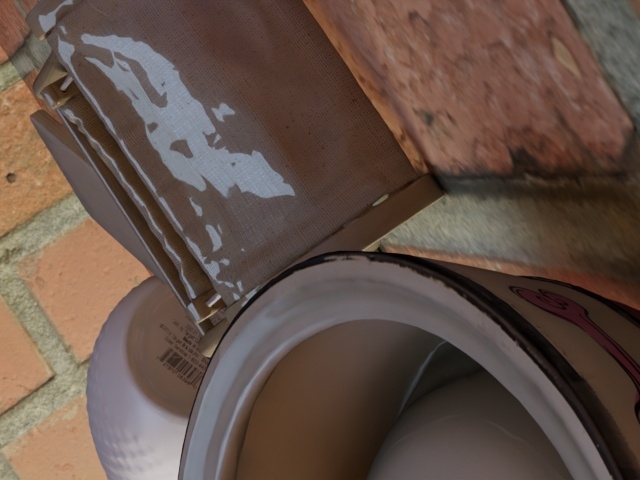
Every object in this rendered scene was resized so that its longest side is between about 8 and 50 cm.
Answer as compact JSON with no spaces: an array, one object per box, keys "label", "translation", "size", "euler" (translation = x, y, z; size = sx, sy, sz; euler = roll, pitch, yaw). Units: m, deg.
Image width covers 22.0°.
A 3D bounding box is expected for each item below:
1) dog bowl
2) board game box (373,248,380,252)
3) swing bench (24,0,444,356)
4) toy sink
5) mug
[{"label":"dog bowl","translation":[0.088,0.202,0.836],"size":[0.408,0.150,0.408],"euler":[11,103,54]},{"label":"board game box","translation":[0.000,0.000,1.336],"size":[0.181,0.043,0.092],"euler":[56,162,4]},{"label":"swing bench","translation":[-0.071,-0.073,1.137],"size":[0.253,0.165,0.255],"euler":[56,169,3]},{"label":"toy sink","translation":[-0.171,-0.074,1.689],"size":[0.234,0.131,0.153],"euler":[35,157,51]},{"label":"mug","translation":[-0.090,0.201,1.781],"size":[0.374,0.276,0.328],"euler":[50,164,17]}]
